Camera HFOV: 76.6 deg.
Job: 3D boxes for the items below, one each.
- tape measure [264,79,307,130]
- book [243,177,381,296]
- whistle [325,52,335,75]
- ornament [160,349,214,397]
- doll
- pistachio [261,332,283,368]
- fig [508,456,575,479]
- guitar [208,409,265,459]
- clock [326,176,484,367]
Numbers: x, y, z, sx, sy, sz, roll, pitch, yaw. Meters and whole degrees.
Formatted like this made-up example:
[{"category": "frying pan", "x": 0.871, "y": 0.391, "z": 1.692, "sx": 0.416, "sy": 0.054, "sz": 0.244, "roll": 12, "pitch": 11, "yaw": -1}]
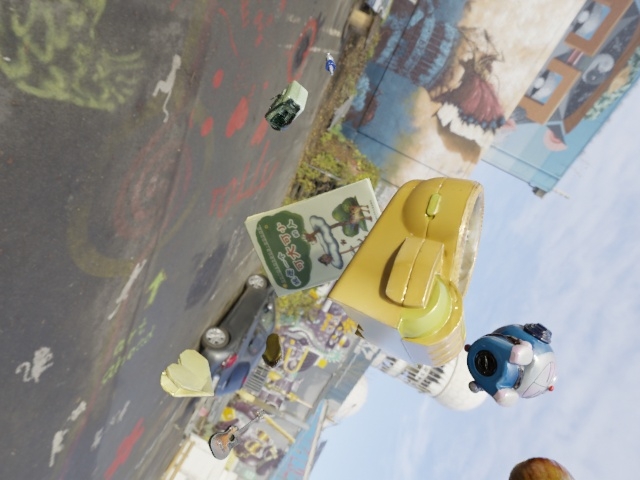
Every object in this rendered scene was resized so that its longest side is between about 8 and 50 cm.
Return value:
[{"category": "tape measure", "x": -0.156, "y": -0.553, "z": 1.699, "sx": 0.207, "sy": 0.115, "sz": 0.235, "roll": -36, "pitch": -151, "yaw": 31}, {"category": "book", "x": 0.000, "y": 0.000, "z": 1.148, "sx": 0.371, "sy": 0.260, "sz": 0.043, "roll": -18, "pitch": -161, "yaw": 11}, {"category": "whistle", "x": 0.028, "y": -0.499, "z": 1.154, "sx": 0.033, "sy": 0.029, "sz": 0.083, "roll": 80, "pitch": 3, "yaw": -59}, {"category": "ornament", "x": -0.427, "y": 0.464, "z": 1.367, "sx": 0.059, "sy": 0.180, "sz": 0.201, "roll": -51, "pitch": 179, "yaw": 13}, {"category": "doll", "x": 0.615, "y": 0.388, "z": 1.299, "sx": 0.240, "sy": 0.310, "sz": 0.284, "roll": 48, "pitch": -59, "yaw": 49}, {"category": "pistachio", "x": -0.175, "y": 0.420, "z": 1.515, "sx": 0.089, "sy": 0.049, "sz": 0.173, "roll": -33, "pitch": -153, "yaw": 6}, {"category": "fig", "x": 0.554, "y": 0.617, "z": 0.969, "sx": 0.202, "sy": 0.149, "sz": 0.148, "roll": -140, "pitch": -137, "yaw": -70}, {"category": "guitar", "x": -0.288, "y": 0.675, "z": 1.440, "sx": 0.233, "sy": 0.088, "sz": 0.025, "roll": -25, "pitch": 180, "yaw": -43}, {"category": "clock", "x": 0.178, "y": 0.035, "z": 0.702, "sx": 0.317, "sy": 0.200, "sz": 0.244, "roll": -64, "pitch": 152, "yaw": -20}]
